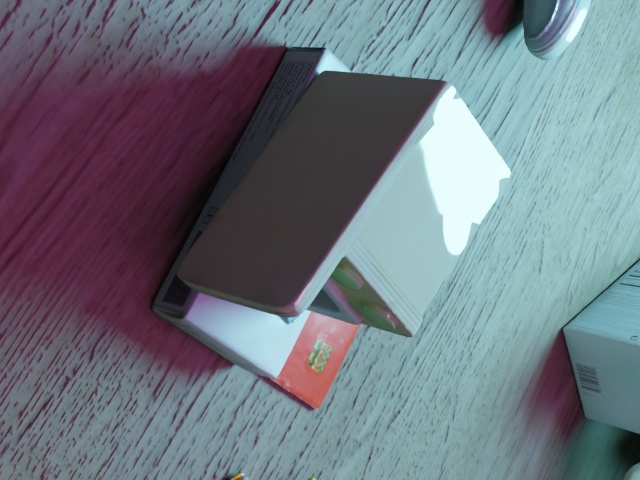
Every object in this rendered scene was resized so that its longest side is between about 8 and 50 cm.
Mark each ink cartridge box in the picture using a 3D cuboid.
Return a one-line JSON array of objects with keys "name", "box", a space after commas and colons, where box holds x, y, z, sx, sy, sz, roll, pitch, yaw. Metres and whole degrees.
[{"name": "ink cartridge box", "box": [0.000, 0.000, 1.209, 0.239, 0.060, 0.275, 37, 73, -39]}]

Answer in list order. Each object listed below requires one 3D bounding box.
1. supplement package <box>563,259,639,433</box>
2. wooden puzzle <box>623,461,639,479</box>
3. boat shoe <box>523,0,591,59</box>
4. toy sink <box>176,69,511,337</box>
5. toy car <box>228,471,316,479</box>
[{"name": "supplement package", "box": [0.427, 0.108, 1.566, 0.244, 0.134, 0.139, -35, 120, -32]}, {"name": "wooden puzzle", "box": [0.546, 0.298, 1.570, 0.322, 0.080, 0.348, -28, 130, 9]}, {"name": "boat shoe", "box": [0.237, -0.304, 1.358, 0.081, 0.079, 0.227, 18, 81, -34]}, {"name": "toy sink", "box": [0.023, -0.010, 1.085, 0.234, 0.153, 0.131, -56, 129, -20]}, {"name": "toy car", "box": [-0.038, 0.237, 1.234, 0.122, 0.040, 0.060, -21, 112, -38]}]
